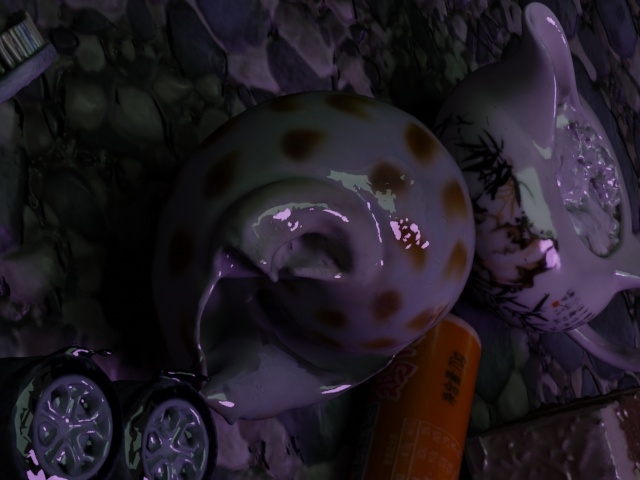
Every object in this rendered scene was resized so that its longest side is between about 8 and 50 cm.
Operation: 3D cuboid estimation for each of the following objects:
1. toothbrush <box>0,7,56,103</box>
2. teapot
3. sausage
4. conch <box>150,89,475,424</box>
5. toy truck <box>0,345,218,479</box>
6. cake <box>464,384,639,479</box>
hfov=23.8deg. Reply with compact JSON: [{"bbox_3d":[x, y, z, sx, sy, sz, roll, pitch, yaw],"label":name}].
[{"bbox_3d":[-0.188,-0.049,0.659,0.037,0.028,0.375,60,19,-12],"label":"toothbrush"},{"bbox_3d":[0.183,-0.023,1.160,0.299,0.166,0.208,51,27,-14],"label":"teapot"},{"bbox_3d":[0.053,0.153,0.965,0.071,0.071,0.234,48,41,-33],"label":"sausage"},{"bbox_3d":[0.000,0.000,0.884,0.275,0.183,0.149,16,29,-53],"label":"conch"},{"bbox_3d":[-0.178,0.120,0.565,0.363,0.176,0.178,24,66,-49],"label":"toy truck"},{"bbox_3d":[0.198,0.179,1.105,0.147,0.134,0.135,0,74,-62],"label":"cake"}]
